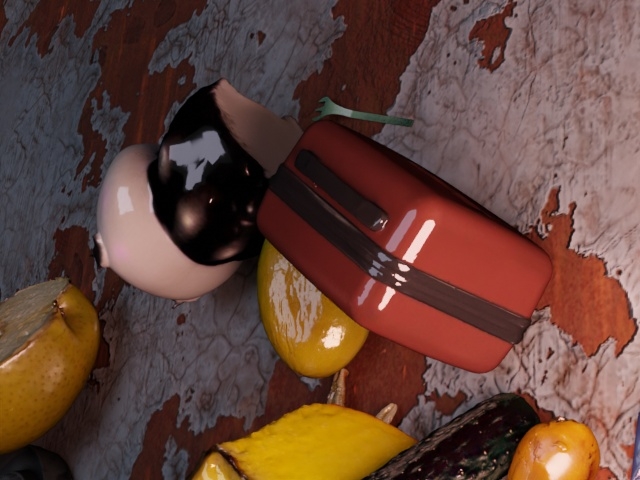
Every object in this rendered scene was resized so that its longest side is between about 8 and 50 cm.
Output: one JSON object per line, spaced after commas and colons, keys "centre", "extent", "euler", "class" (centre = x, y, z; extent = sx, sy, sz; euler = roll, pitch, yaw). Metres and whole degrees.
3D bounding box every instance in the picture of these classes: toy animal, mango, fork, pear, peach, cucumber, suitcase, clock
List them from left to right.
{"centre": [-0.520, 0.240, 2.037], "extent": [0.386, 0.191, 0.340], "euler": [-26, 21, 21], "class": "pear"}
{"centre": [-0.505, 0.492, 2.033], "extent": [0.319, 0.066, 0.319], "euler": [-31, 47, 41], "class": "clock"}
{"centre": [-0.173, -0.050, 1.726], "extent": [0.310, 0.251, 0.251], "euler": [-45, 40, 27], "class": "toy animal"}
{"centre": [-0.015, 0.054, 1.544], "extent": [0.137, 0.091, 0.238], "euler": [-18, 66, 4], "class": "mango"}
{"centre": [-0.009, 0.345, 1.289], "extent": [0.380, 0.242, 0.306], "euler": [27, 116, 39], "class": "peach"}
{"centre": [0.049, -0.175, 1.698], "extent": [0.235, 0.021, 0.039], "euler": [15, 87, 56], "class": "fork"}
{"centre": [0.085, 0.002, 1.357], "extent": [0.161, 0.236, 0.297], "euler": [-60, 35, 9], "class": "suitcase"}
{"centre": [0.124, 0.210, 1.204], "extent": [0.078, 0.211, 0.062], "euler": [33, 128, 38], "class": "cucumber"}
{"centre": [0.218, 0.228, 1.193], "extent": [0.077, 0.063, 0.127], "euler": [27, 108, 16], "class": "mango"}

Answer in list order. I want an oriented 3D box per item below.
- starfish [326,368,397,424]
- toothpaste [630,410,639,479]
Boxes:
{"centre": [0.006, 0.281, 1.473], "extent": [0.138, 0.050, 0.247], "euler": [22, 86, 58], "class": "starfish"}
{"centre": [0.302, 0.188, 1.149], "extent": [0.027, 0.019, 0.083], "euler": [-1, 69, 28], "class": "toothpaste"}
